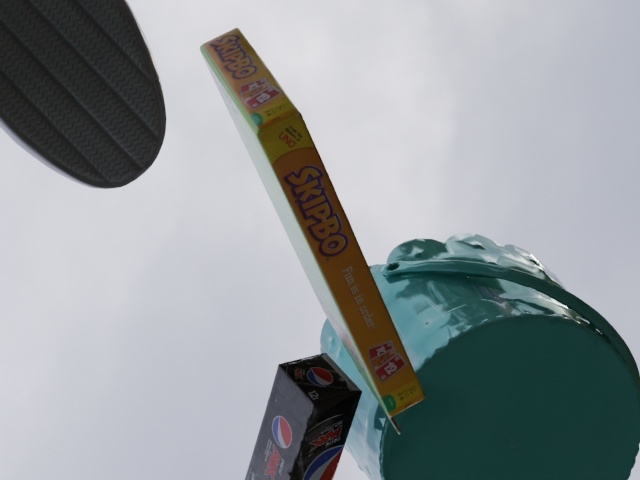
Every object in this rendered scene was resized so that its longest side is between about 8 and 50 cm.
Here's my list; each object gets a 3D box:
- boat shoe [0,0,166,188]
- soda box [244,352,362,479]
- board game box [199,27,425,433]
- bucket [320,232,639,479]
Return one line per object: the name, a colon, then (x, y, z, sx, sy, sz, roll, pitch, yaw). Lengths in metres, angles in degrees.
boat shoe: (-0.151, -0.125, 0.695, 0.083, 0.076, 0.226, -35, -76, -6)
soda box: (-0.020, 0.182, 1.289, 0.053, 0.060, 0.169, -11, -49, -36)
board game box: (0.000, 0.000, 0.938, 0.039, 0.124, 0.259, -26, -53, -5)
bucket: (0.146, 0.144, 1.350, 0.281, 0.183, 0.281, -5, -70, -13)
